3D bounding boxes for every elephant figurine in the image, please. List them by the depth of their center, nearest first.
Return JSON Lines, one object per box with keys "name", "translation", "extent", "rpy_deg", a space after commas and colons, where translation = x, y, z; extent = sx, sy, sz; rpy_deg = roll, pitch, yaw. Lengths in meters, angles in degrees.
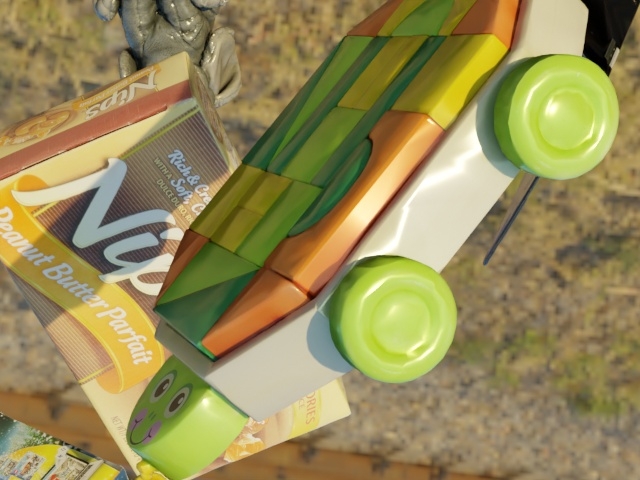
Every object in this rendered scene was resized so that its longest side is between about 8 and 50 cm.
{"name": "elephant figurine", "translation": [-0.170, -0.196, 1.646], "extent": [0.186, 0.239, 0.169], "rpy_deg": [-19, -165, -40]}

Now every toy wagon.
{"name": "toy wagon", "translation": [0.000, 0.000, 0.740], "extent": [0.068, 0.344, 0.267], "rpy_deg": [42, 173, -19]}

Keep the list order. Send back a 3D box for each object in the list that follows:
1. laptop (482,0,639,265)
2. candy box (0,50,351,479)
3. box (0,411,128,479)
{"name": "laptop", "translation": [0.205, -0.267, 1.429], "extent": [0.236, 0.382, 0.408], "rpy_deg": [-19, 119, 39]}
{"name": "candy box", "translation": [-0.118, 0.034, 1.104], "extent": [0.183, 0.087, 0.316], "rpy_deg": [-23, 121, 4]}
{"name": "box", "translation": [-0.302, 0.270, 1.281], "extent": [0.159, 0.233, 0.044], "rpy_deg": [18, 138, 30]}
